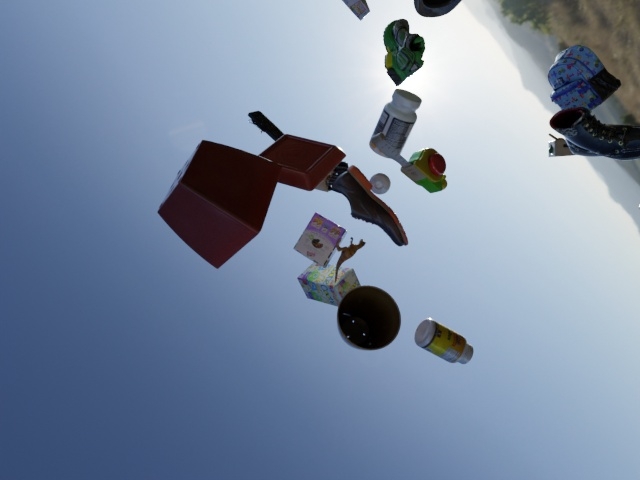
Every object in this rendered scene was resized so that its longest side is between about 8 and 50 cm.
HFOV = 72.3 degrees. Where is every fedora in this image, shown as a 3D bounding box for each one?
[{"bbox_3d":[0.472,-1.027,1.708,0.243,0.275,0.125,-11,-108,-11],"label":"fedora"}]

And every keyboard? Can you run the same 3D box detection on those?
[{"bbox_3d":[-0.227,-0.493,1.865,0.192,0.038,0.100,43,-132,13],"label":"keyboard"}]

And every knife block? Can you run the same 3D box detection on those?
[{"bbox_3d":[-0.001,-0.258,1.848,0.088,0.275,0.242,67,178,-61],"label":"knife block"}]

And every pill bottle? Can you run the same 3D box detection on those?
[{"bbox_3d":[0.337,-0.522,1.965,0.162,0.279,0.162,15,-143,-11],"label":"pill bottle"},{"bbox_3d":[0.478,0.394,1.685,0.214,0.117,0.117,29,-145,-13],"label":"pill bottle"}]

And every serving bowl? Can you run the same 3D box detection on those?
[{"bbox_3d":[0.224,-0.212,1.659,0.083,0.083,0.027,46,-156,-5],"label":"serving bowl"}]

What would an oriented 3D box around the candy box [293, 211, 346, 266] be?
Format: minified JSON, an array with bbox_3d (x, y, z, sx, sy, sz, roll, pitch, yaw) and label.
[{"bbox_3d":[0.000,0.000,1.968,0.164,0.196,0.070,31,176,12],"label":"candy box"}]

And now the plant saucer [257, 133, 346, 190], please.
[{"bbox_3d":[-0.081,-0.274,1.453,0.258,0.048,0.259,18,-137,22],"label":"plant saucer"}]

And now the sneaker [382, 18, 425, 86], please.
[{"bbox_3d":[0.325,-0.716,1.630,0.134,0.146,0.344,40,-139,-41],"label":"sneaker"}]

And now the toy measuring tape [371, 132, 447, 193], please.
[{"bbox_3d":[0.287,-0.259,1.342,0.330,0.121,0.121,31,-145,-31],"label":"toy measuring tape"}]

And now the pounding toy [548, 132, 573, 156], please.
[{"bbox_3d":[1.080,-0.428,1.959,0.130,0.141,0.100,-31,-61,-75],"label":"pounding toy"}]

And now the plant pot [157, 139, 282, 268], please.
[{"bbox_3d":[-0.301,-0.124,1.258,0.235,0.267,0.268,33,-133,-23],"label":"plant pot"}]

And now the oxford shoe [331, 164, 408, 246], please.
[{"bbox_3d":[0.140,-0.078,1.228,0.271,0.098,0.097,51,-179,3],"label":"oxford shoe"}]

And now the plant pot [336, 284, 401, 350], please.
[{"bbox_3d":[0.158,0.323,1.691,0.236,0.254,0.237,3,-113,-8],"label":"plant pot"}]

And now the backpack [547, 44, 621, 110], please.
[{"bbox_3d":[0.734,-0.460,1.259,0.173,0.117,0.158,48,177,-9],"label":"backpack"}]

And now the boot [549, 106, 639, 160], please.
[{"bbox_3d":[0.736,-0.279,1.134,0.178,0.085,0.236,20,177,-36],"label":"boot"}]

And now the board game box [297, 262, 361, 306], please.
[{"bbox_3d":[0.045,0.213,2.143,0.144,0.275,0.142,-43,-58,-31],"label":"board game box"}]

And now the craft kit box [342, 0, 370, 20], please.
[{"bbox_3d":[0.069,-0.973,1.624,0.246,0.061,0.250,25,-139,-37],"label":"craft kit box"}]

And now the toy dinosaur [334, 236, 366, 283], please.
[{"bbox_3d":[0.098,0.052,1.701,0.211,0.064,0.112,-44,-85,-19],"label":"toy dinosaur"}]

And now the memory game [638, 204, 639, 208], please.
[{"bbox_3d":[1.136,-0.172,1.460,0.012,0.186,0.186,30,-150,8],"label":"memory game"}]
